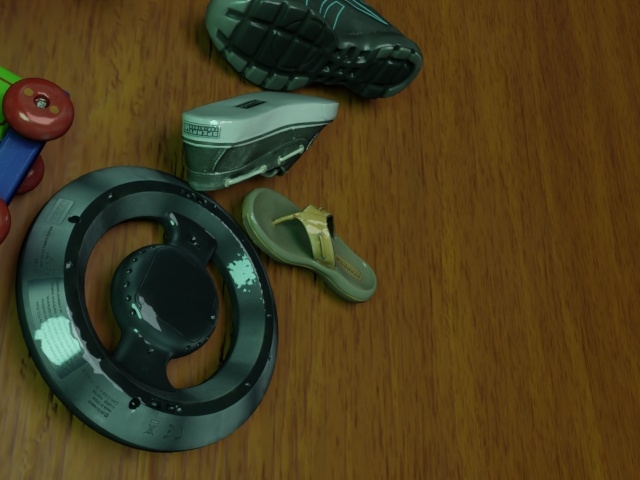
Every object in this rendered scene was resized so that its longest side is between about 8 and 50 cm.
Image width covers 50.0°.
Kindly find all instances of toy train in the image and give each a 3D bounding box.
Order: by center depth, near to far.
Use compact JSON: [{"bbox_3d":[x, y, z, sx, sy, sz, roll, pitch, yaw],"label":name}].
[{"bbox_3d":[-0.260,-0.017,0.396,0.143,0.105,0.247,30,56,-21],"label":"toy train"}]

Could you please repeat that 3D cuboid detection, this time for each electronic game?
[{"bbox_3d":[-0.121,0.047,0.534,0.229,0.048,0.229,28,49,-37],"label":"electronic game"}]

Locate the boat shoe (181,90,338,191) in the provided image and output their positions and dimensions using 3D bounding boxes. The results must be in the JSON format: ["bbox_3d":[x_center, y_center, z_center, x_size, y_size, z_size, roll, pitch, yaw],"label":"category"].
[{"bbox_3d":[-0.054,-0.097,0.645,0.219,0.078,0.070,-29,129,-55],"label":"boat shoe"}]

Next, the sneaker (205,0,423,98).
[{"bbox_3d":[-0.012,-0.219,0.728,0.267,0.101,0.106,3,51,-43],"label":"sneaker"}]

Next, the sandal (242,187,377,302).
[{"bbox_3d":[0.000,0.000,0.660,0.180,0.049,0.072,35,40,-31],"label":"sandal"}]
